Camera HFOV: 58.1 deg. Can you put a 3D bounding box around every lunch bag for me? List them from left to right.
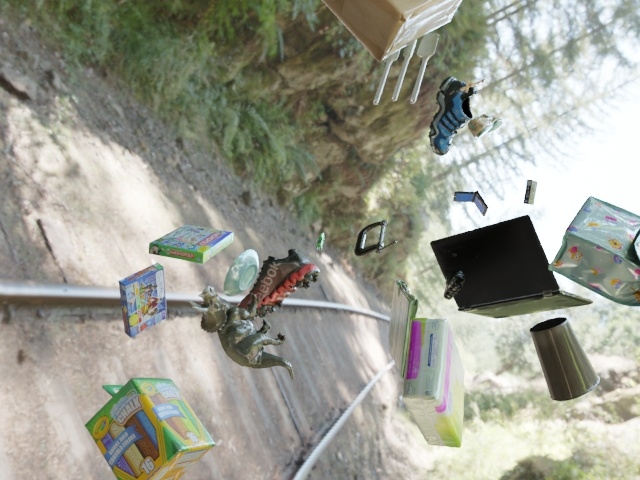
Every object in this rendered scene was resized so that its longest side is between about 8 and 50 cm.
[{"bbox_3d":[0.727,0.030,1.395,0.262,0.223,0.160,28,-47,26],"label":"lunch bag"}]

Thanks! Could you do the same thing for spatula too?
[{"bbox_3d":[0.248,-0.508,1.706,0.019,0.168,0.241,42,61,-54],"label":"spatula"}]

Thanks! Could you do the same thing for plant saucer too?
[{"bbox_3d":[-0.275,0.126,2.093,0.038,0.194,0.195,28,-8,21],"label":"plant saucer"}]

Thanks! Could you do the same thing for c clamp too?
[{"bbox_3d":[0.154,-0.007,1.592,0.022,0.137,0.160,50,27,-24],"label":"c clamp"}]

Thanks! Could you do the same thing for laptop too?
[{"bbox_3d":[0.662,0.113,2.011,0.408,0.382,0.236,16,66,-41],"label":"laptop"}]

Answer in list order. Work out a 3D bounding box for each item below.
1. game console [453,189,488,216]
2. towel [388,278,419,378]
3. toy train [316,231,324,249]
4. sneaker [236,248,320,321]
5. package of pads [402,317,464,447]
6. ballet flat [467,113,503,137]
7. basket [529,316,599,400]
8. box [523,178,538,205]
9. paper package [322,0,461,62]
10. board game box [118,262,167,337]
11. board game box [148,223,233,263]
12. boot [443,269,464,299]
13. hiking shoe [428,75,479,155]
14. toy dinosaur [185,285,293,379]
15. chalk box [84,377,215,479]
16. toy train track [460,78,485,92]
[{"bbox_3d":[0.516,-0.125,1.984,0.107,0.071,0.122,61,3,15],"label":"game console"},{"bbox_3d":[0.262,0.268,1.844,0.325,0.038,0.247,-96,-167,-83],"label":"towel"},{"bbox_3d":[0.000,0.000,1.600,0.083,0.017,0.023,-76,170,-64],"label":"toy train"},{"bbox_3d":[-0.141,0.123,1.651,0.135,0.276,0.098,56,7,17],"label":"sneaker"},{"bbox_3d":[0.288,0.352,1.441,0.296,0.101,0.229,63,32,-44],"label":"package of pads"},{"bbox_3d":[0.540,-0.386,1.890,0.067,0.073,0.206,50,35,12],"label":"ballet flat"},{"bbox_3d":[0.793,0.380,1.901,0.204,0.154,0.226,-23,89,-45],"label":"basket"},{"bbox_3d":[0.702,-0.160,1.926,0.067,0.018,0.083,0,100,-54],"label":"box"},{"bbox_3d":[0.167,-0.657,1.436,0.324,0.310,0.168,49,-29,8],"label":"paper package"},{"bbox_3d":[-0.528,0.179,1.728,0.035,0.136,0.201,28,-52,30],"label":"board game box"},{"bbox_3d":[-0.492,0.008,2.234,0.317,0.214,0.046,-52,150,-72],"label":"board game box"},{"bbox_3d":[0.443,0.131,1.893,0.099,0.045,0.121,106,7,-55],"label":"boot"},{"bbox_3d":[0.476,-0.429,2.075,0.132,0.113,0.303,26,-44,27],"label":"hiking shoe"},{"bbox_3d":[-0.192,0.240,1.441,0.313,0.160,0.121,56,-29,-2],"label":"toy dinosaur"},{"bbox_3d":[-0.442,0.463,1.454,0.289,0.179,0.180,48,5,22],"label":"chalk box"},{"bbox_3d":[0.473,-0.479,1.787,0.048,0.083,0.014,77,-11,-63],"label":"toy train track"}]
